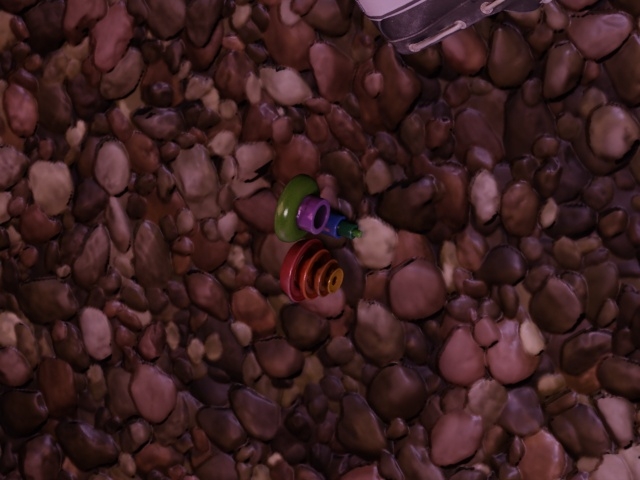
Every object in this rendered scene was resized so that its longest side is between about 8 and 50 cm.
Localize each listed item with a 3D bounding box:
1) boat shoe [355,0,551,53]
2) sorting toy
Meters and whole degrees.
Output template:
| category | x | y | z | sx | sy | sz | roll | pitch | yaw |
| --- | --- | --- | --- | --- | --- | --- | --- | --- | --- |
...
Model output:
| category | x | y | z | sx | sy | sz | roll | pitch | yaw |
| --- | --- | --- | --- | --- | --- | --- | --- | --- | --- |
| boat shoe | 0.128 | -0.190 | 1.318 | 0.219 | 0.078 | 0.070 | -22 | 122 | 29 |
| sorting toy | 0.000 | 0.000 | 1.431 | 0.042 | 0.061 | 0.102 | 19 | 131 | 27 |
